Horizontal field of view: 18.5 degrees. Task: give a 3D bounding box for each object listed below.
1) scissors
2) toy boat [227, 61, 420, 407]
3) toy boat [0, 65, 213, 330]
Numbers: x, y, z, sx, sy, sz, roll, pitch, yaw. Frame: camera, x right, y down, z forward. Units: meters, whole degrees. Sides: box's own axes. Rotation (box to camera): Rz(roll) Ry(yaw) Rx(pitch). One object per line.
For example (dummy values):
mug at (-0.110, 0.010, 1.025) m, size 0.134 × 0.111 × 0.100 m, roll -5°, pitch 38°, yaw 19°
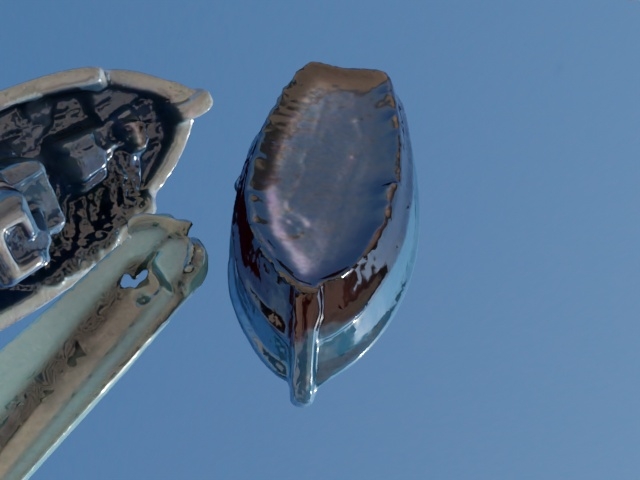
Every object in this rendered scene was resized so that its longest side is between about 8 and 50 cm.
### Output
scissors at (-0.184, 0.118, 0.830) m, size 0.180 × 0.032 × 0.393 m, roll 32°, pitch -122°, yaw 21°
toy boat at (0.000, 0.000, 0.997) m, size 0.100 × 0.097 × 0.223 m, roll 4°, pitch -141°, yaw 5°
toy boat at (-0.188, -0.016, 1.156) m, size 0.309 × 0.142 × 0.129 m, roll -34°, pitch -65°, yaw -30°
